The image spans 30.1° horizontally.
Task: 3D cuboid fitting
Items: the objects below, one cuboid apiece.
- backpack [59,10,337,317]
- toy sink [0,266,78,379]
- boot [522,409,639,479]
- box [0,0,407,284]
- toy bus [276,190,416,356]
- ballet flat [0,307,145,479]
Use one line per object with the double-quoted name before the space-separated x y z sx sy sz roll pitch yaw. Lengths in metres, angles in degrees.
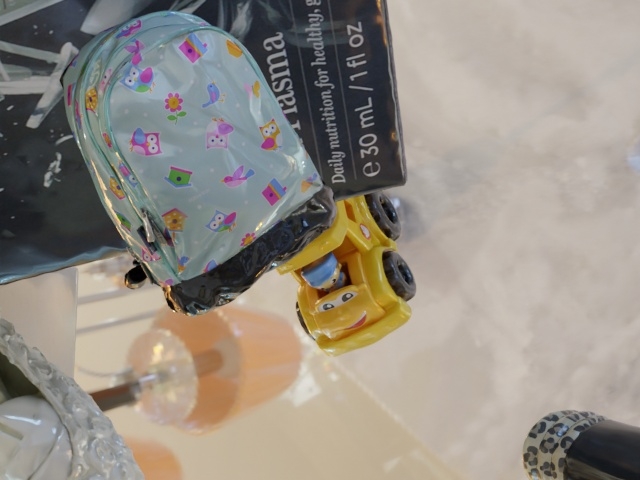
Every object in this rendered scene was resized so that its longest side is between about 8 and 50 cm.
"backpack" -0.079 -0.059 0.752 0.115 0.152 0.182 12 -44 60
"toy sink" -0.420 0.145 1.569 0.131 0.153 0.234 6 -85 51
"boot" 0.282 0.183 0.911 0.178 0.236 0.085 16 -87 42
"box" -0.208 -0.244 0.914 0.480 0.471 0.297 78 -2 -45
"toy bus" 0.000 0.000 1.437 0.149 0.211 0.220 -26 -128 18
"ballet flat" -0.348 0.155 1.207 0.409 0.147 0.147 47 -59 8
